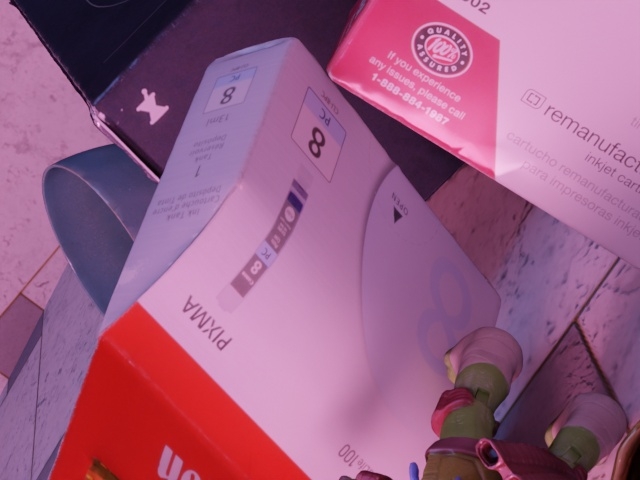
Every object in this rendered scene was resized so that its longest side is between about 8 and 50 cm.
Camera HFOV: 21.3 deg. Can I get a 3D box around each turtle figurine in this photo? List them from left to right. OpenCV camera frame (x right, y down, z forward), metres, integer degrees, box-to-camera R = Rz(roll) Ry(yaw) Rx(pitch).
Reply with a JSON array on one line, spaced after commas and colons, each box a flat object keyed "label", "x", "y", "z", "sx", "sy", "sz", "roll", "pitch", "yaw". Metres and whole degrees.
[{"label": "turtle figurine", "x": 0.092, "y": 0.204, "z": 1.148, "sx": 0.266, "sy": 0.197, "sz": 0.275, "roll": -51, "pitch": -42, "yaw": -50}]

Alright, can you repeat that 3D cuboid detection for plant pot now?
[{"label": "plant pot", "x": -0.197, "y": -0.015, "z": 2.198, "sx": 0.195, "sy": 0.290, "sz": 0.290, "roll": -32, "pitch": 6, "yaw": -24}]

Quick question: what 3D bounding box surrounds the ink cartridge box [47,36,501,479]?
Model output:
[{"label": "ink cartridge box", "x": -0.014, "y": 0.100, "z": 1.174, "sx": 0.091, "sy": 0.308, "sz": 0.385, "roll": -12, "pitch": 44, "yaw": 33}]

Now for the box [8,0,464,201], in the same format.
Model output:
[{"label": "box", "x": -0.007, "y": -0.262, "z": 1.602, "sx": 0.480, "sy": 0.297, "sz": 0.472, "roll": -45, "pitch": 27, "yaw": 2}]

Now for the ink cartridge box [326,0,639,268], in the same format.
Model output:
[{"label": "ink cartridge box", "x": 0.222, "y": -0.220, "z": 1.188, "sx": 0.385, "sy": 0.279, "sz": 0.160, "roll": -57, "pitch": 4, "yaw": 24}]

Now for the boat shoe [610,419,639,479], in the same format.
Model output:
[{"label": "boat shoe", "x": 0.177, "y": 0.251, "z": 1.019, "sx": 0.110, "sy": 0.104, "sz": 0.307, "roll": -7, "pitch": 60, "yaw": 68}]
